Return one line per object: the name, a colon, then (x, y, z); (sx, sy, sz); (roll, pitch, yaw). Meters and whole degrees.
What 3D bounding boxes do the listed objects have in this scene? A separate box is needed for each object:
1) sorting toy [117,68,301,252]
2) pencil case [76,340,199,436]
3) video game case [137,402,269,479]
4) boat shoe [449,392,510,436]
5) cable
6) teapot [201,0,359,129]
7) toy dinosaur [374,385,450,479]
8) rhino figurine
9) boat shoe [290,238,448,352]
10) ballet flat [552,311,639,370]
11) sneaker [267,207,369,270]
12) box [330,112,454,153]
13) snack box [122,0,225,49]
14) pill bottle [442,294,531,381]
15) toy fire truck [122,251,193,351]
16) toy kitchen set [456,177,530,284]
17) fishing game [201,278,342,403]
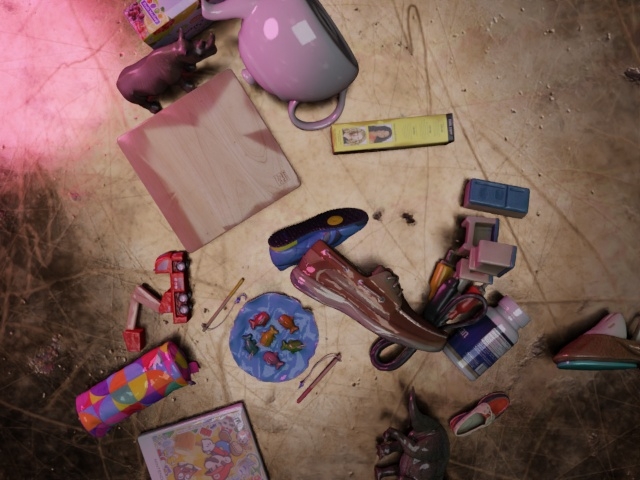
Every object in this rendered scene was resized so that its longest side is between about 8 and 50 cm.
sorting toy: (-0.209, -0.151, 1.425); (0.256, 0.089, 0.257); (-32, 95, 2)
pencil case: (-0.364, 0.295, 1.461); (0.236, 0.104, 0.104); (-29, 95, 2)
video game case: (-0.236, 0.463, 1.512); (0.227, 0.026, 0.206); (-17, 95, 1)
boat shoe: (0.328, 0.357, 1.500); (0.137, 0.043, 0.049); (-29, 93, 1)
cable: (0.228, 0.165, 1.469); (0.139, 0.072, 0.287); (40, 102, 20)
teapot: (-0.060, -0.343, 1.350); (0.187, 0.252, 0.256); (-34, 83, 16)
toy dinosaur: (0.200, 0.439, 1.487); (0.160, 0.121, 0.313); (-1, 91, -13)
rhino figurine: (-0.279, -0.317, 1.355); (0.243, 0.106, 0.073); (-23, 67, 35)
boat shoe: (0.104, 0.105, 1.393); (0.324, 0.123, 0.116); (28, 93, -1)
ballet flat: (0.629, 0.210, 1.467); (0.343, 0.116, 0.124); (6, 75, -2)
sneaker: (0.000, 0.000, 1.461); (0.209, 0.069, 0.082); (-21, 124, -6)
box: (0.137, -0.205, 1.427); (0.232, 0.087, 0.058); (-6, 93, 1)
snack box: (-0.242, -0.435, 1.356); (0.207, 0.174, 0.070); (-34, 93, 2)
pill bottle: (0.330, 0.190, 1.460); (0.169, 0.094, 0.094); (-43, 94, 3)
toy fire truck: (-0.327, 0.121, 1.469); (0.135, 0.047, 0.192); (-4, 95, 1)
toy kitchen set: (0.341, -0.027, 1.374); (0.122, 0.166, 0.207); (10, 73, -2)
fishing game: (-0.093, 0.200, 1.484); (0.264, 0.041, 0.189); (42, 96, -4)
